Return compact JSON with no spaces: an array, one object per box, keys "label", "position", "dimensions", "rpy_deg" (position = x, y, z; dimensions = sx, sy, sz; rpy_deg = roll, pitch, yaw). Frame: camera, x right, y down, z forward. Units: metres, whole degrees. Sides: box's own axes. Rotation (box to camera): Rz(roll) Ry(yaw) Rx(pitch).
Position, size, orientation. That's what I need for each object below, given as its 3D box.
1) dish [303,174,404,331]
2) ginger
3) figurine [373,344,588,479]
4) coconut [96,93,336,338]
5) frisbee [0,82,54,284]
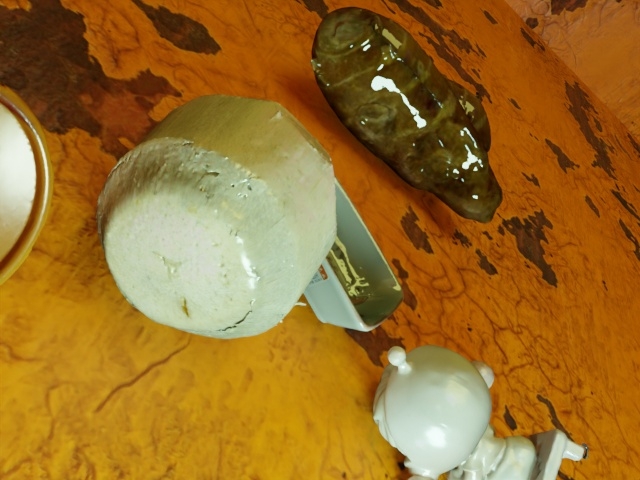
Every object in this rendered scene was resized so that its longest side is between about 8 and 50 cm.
[{"label":"dish","position":[0.000,0.000,0.868],"dimensions":[0.234,0.064,0.154],"rpy_deg":[61,26,2]},{"label":"ginger","position":[0.146,-0.223,1.203],"dimensions":[0.418,0.176,0.254],"rpy_deg":[40,29,-22]},{"label":"figurine","position":[0.153,0.216,0.802],"dimensions":[0.257,0.181,0.144],"rpy_deg":[36,-8,-8]},{"label":"coconut","position":[-0.084,-0.031,0.693],"dimensions":[0.224,0.224,0.234],"rpy_deg":[48,34,-2]},{"label":"frisbee","position":[-0.279,-0.032,0.515],"dimensions":[0.035,0.192,0.192],"rpy_deg":[26,19,32]}]
